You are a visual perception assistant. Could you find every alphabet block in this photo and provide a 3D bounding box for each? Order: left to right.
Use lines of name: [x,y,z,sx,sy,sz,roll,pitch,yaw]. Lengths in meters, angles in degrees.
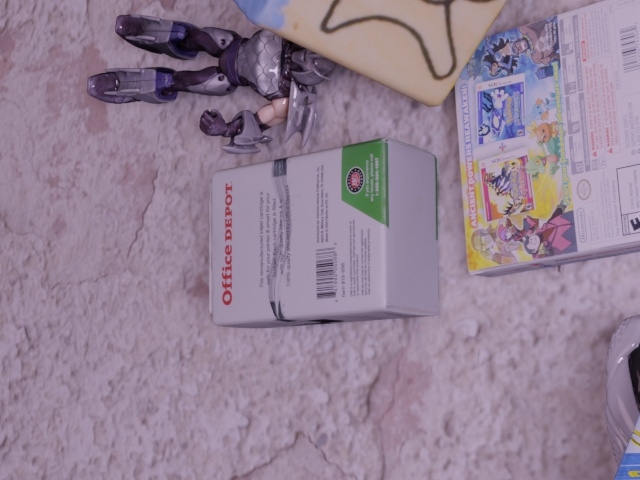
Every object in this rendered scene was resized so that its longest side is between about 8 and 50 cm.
alphabet block: [0.038,-0.257,1.092,0.192,0.197,0.193,-56,36,18]

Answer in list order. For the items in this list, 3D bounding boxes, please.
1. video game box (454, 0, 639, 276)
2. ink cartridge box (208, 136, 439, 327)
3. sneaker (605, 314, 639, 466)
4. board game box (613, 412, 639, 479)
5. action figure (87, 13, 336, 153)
video game box: [0.201,-0.082,1.054,0.187,0.048,0.205,-11,76,37]
ink cartridge box: [0.000,0.000,1.183,0.208,0.087,0.153,-7,79,38]
sneaker: [0.302,0.169,0.899,0.153,0.101,0.269,-21,76,35]
board game box: [0.306,0.254,0.777,0.308,0.086,0.302,25,103,31]
action figure: [-0.096,-0.178,1.289,0.285,0.099,0.185,5,81,37]
